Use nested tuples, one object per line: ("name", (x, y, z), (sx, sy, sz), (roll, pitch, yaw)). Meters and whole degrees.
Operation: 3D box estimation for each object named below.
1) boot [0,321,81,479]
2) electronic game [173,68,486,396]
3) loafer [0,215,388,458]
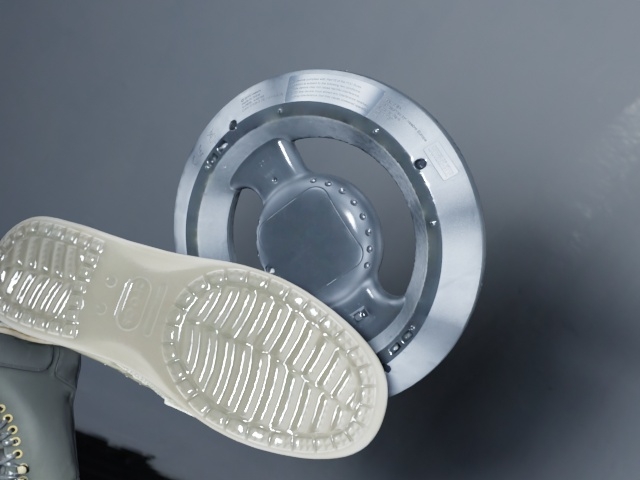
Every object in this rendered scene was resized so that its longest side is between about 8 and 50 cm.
("boot", (-0.235, 0.120, 0.720), (0.076, 0.198, 0.137), (-10, 80, 32))
("electronic game", (0.000, 0.000, 0.693), (0.229, 0.229, 0.048), (-50, -14, 23))
("loafer", (-0.080, 0.057, 0.654), (0.102, 0.268, 0.092), (-65, -13, -5))
